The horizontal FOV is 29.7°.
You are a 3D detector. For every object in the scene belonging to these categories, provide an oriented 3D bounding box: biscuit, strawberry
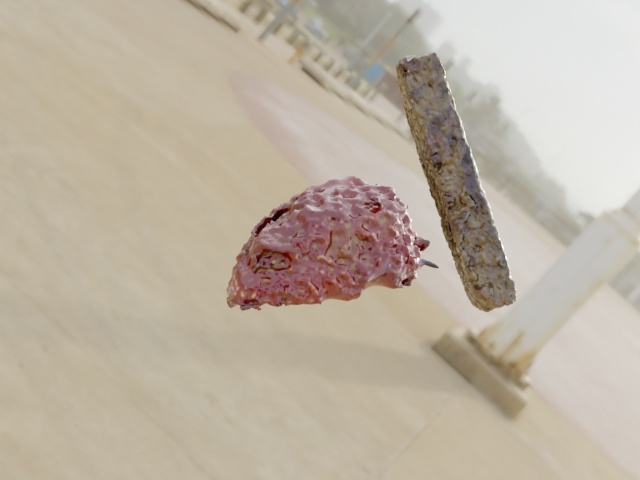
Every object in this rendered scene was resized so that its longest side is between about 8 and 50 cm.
[{"bbox_3d":[0.098,-0.043,0.891,0.064,0.034,0.199,-130,-160,-85],"label":"biscuit"},{"bbox_3d":[-0.014,-0.002,1.189,0.228,0.098,0.174,-14,19,-32],"label":"strawberry"}]
